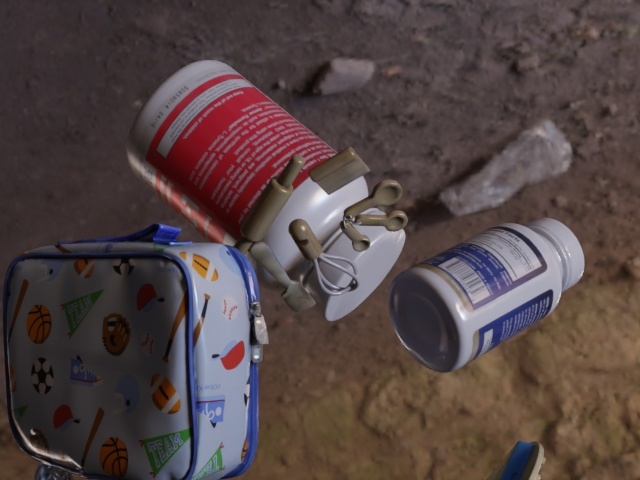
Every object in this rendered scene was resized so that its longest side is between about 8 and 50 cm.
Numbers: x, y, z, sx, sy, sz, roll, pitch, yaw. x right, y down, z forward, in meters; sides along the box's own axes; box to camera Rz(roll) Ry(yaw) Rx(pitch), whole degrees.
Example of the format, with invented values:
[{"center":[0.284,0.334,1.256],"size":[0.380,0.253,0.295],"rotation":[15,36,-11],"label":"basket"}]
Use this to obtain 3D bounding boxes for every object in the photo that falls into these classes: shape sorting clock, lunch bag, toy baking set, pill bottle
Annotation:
[{"center":[0.199,0.322,1.217],"size":[0.040,0.206,0.206],"rotation":[32,154,8],"label":"shape sorting clock"},{"center":[-0.182,0.106,1.008],"size":[0.303,0.243,0.115],"rotation":[-1,180,38],"label":"lunch bag"},{"center":[-0.005,-0.003,1.265],"size":[0.197,0.030,0.256],"rotation":[20,124,-30],"label":"toy baking set"},{"center":[-0.080,-0.072,1.569],"size":[0.229,0.408,0.229],"rotation":[-42,159,-21],"label":"pill bottle"},{"center":[0.149,0.040,0.913],"size":[0.169,0.094,0.094],"rotation":[-24,165,-32],"label":"pill bottle"}]

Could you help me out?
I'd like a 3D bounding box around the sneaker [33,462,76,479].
[{"center":[-0.325,0.361,1.244],"size":[0.086,0.237,0.085],"rotation":[-26,135,9],"label":"sneaker"}]
